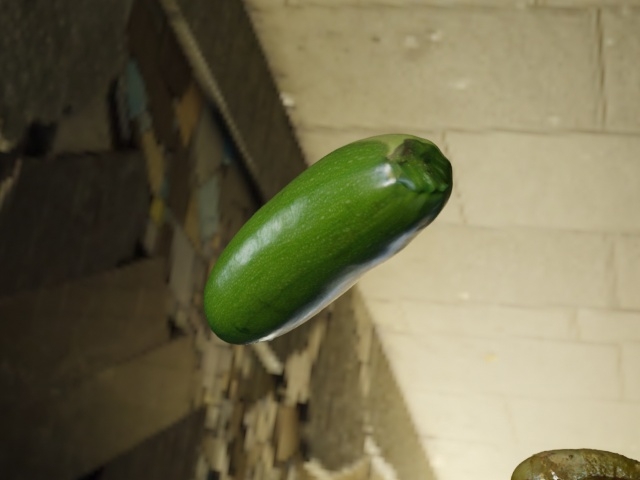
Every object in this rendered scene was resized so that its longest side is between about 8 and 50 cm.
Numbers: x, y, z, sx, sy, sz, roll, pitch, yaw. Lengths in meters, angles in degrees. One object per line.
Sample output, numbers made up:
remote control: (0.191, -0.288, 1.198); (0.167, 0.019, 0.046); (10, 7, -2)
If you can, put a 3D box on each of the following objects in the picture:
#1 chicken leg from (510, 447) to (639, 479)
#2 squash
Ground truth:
chicken leg: (0.253, 0.220, 1.410); (0.178, 0.070, 0.093); (-12, 106, 16)
squash: (0.000, -0.002, 1.077); (0.082, 0.082, 0.292); (19, 150, -21)
